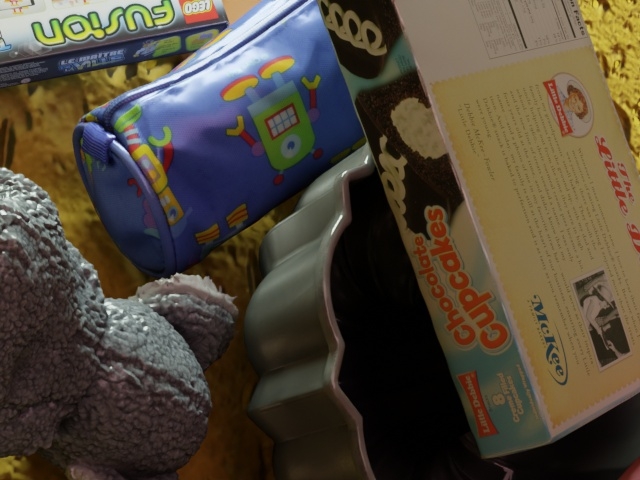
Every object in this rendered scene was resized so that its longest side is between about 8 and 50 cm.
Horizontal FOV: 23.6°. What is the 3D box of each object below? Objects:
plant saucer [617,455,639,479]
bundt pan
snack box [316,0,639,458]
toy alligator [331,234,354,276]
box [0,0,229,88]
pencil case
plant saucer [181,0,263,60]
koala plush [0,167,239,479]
[{"bbox_3d":[0.229,0.254,0.944,0.332,0.084,0.332,-17,112,-52],"label":"plant saucer"},{"bbox_3d":[0.080,0.084,0.979,0.331,0.124,0.331,18,62,-39],"label":"bundt pan"},{"bbox_3d":[0.115,-0.051,0.932,0.187,0.060,0.322,-18,88,-47],"label":"snack box"},{"bbox_3d":[0.000,0.000,1.062,0.056,0.051,0.189,34,52,-33],"label":"toy alligator"},{"bbox_3d":[-0.177,-0.169,1.041,0.207,0.036,0.114,-13,72,-19],"label":"box"},{"bbox_3d":[-0.021,-0.103,1.015,0.306,0.119,0.133,-36,125,-20],"label":"pencil case"},{"bbox_3d":[-0.023,-0.156,1.139,0.200,0.037,0.200,12,60,-22],"label":"plant saucer"},{"bbox_3d":[-0.152,0.074,0.877,0.221,0.203,0.196,30,55,-25],"label":"koala plush"}]
